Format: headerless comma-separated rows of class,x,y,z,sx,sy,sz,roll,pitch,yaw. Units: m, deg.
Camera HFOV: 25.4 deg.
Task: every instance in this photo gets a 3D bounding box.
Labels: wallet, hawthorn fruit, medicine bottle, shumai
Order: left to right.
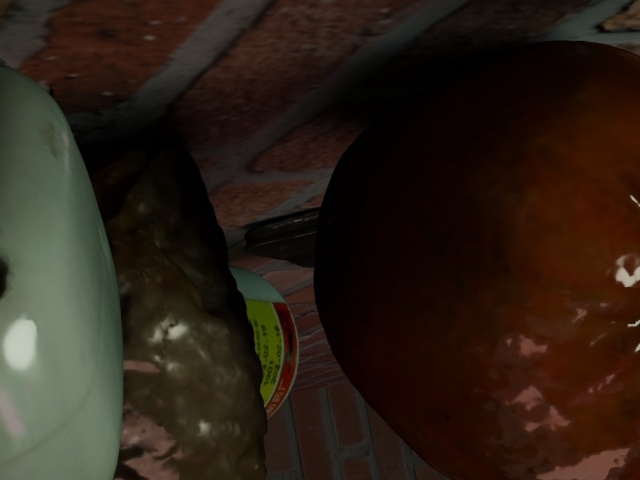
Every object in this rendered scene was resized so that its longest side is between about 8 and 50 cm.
shumai,-0.180,0.079,0.728,0.283,0.217,0.346,-7,170,-15
medicine bottle,-0.119,0.080,1.043,0.139,0.139,0.225,-14,170,23
wallet,0.000,0.000,1.055,0.082,0.018,0.157,-14,170,17
hawthorn fruit,0.093,0.017,0.693,0.224,0.224,0.261,-3,-177,-35

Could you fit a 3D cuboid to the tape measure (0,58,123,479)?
tape measure,-0.188,0.022,0.444,0.246,0.125,0.243,-22,-146,-11
